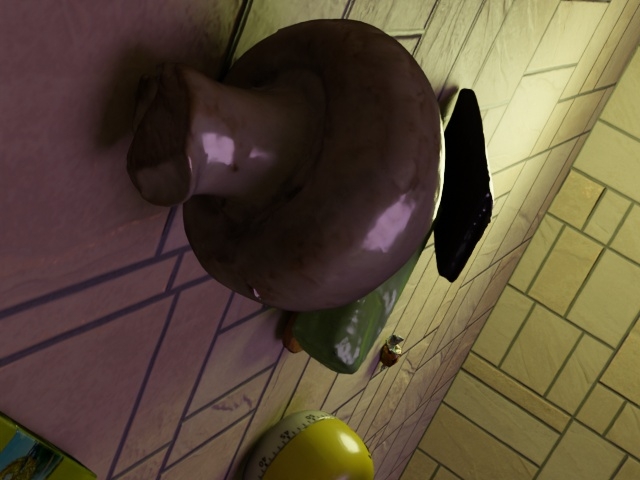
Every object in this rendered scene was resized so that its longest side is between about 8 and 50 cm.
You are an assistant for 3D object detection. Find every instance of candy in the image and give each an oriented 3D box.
[{"bbox_3d":[0.078,0.041,1.475,0.344,0.131,0.142,-61,173,-20],"label":"candy"},{"bbox_3d":[0.177,0.280,2.281,0.053,0.046,0.182,-47,161,-23],"label":"candy"}]

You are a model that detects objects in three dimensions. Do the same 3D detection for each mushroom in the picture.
[{"bbox_3d":[-0.035,-0.085,0.886,0.290,0.297,0.298,23,100,-47],"label":"mushroom"}]

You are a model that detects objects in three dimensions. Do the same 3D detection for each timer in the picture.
[{"bbox_3d":[0.008,0.494,1.802,0.285,0.285,0.285,-48,159,-25],"label":"timer"}]

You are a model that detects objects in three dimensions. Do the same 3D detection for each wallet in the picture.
[{"bbox_3d":[0.236,-0.097,1.570,0.378,0.051,0.197,-84,-169,-55],"label":"wallet"}]

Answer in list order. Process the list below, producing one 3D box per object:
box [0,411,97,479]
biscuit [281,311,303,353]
[{"bbox_3d":[-0.359,0.277,0.961,0.187,0.047,0.335,-51,159,-16],"label":"box"},{"bbox_3d":[0.033,0.097,1.643,0.339,0.047,0.216,-32,146,-47],"label":"biscuit"}]
